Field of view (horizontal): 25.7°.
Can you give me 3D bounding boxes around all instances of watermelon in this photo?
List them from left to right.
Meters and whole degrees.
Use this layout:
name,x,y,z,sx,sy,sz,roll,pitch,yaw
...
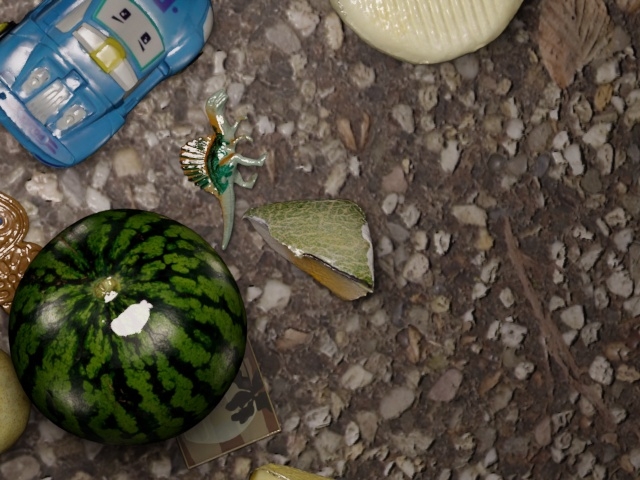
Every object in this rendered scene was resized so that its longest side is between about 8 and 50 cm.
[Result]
name,x,y,z,sx,sy,sz,roll,pitch,yaw
watermelon,-0.230,0.103,1.673,0.285,0.285,0.285,-2,98,-15

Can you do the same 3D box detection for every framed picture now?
name,x,y,z,sx,sy,sz,roll,pitch,yaw
framed picture,-0.146,0.187,1.850,0.136,0.010,0.201,-21,102,-13

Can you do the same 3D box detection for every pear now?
name,x,y,z,sx,sy,sz,roll,pitch,yaw
pear,-0.439,0.198,1.705,0.167,0.136,0.167,-1,96,-12

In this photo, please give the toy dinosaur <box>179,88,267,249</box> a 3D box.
name,x,y,z,sx,sy,sz,roll,pitch,yaw
toy dinosaur,-0.133,-0.093,1.803,0.106,0.044,0.187,24,104,-4

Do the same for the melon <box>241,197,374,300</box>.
name,x,y,z,sx,sy,sz,roll,pitch,yaw
melon,0.003,-0.005,1.838,0.202,0.093,0.139,32,59,10

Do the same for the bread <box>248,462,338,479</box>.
name,x,y,z,sx,sy,sz,roll,pitch,yaw
bread,-0.023,0.452,1.836,0.236,0.198,0.263,20,94,-11

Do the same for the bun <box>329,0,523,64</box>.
name,x,y,z,sx,sy,sz,roll,pitch,yaw
bun,0.131,-0.367,1.782,0.287,0.146,0.287,-1,104,-2

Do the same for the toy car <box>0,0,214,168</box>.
name,x,y,z,sx,sy,sz,roll,pitch,yaw
toy car,-0.263,-0.234,1.681,0.314,0.166,0.198,-43,110,-7

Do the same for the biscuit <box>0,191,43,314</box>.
name,x,y,z,sx,sy,sz,roll,pitch,yaw
biscuit,-0.407,0.013,1.743,0.124,0.026,0.175,-38,106,-7
